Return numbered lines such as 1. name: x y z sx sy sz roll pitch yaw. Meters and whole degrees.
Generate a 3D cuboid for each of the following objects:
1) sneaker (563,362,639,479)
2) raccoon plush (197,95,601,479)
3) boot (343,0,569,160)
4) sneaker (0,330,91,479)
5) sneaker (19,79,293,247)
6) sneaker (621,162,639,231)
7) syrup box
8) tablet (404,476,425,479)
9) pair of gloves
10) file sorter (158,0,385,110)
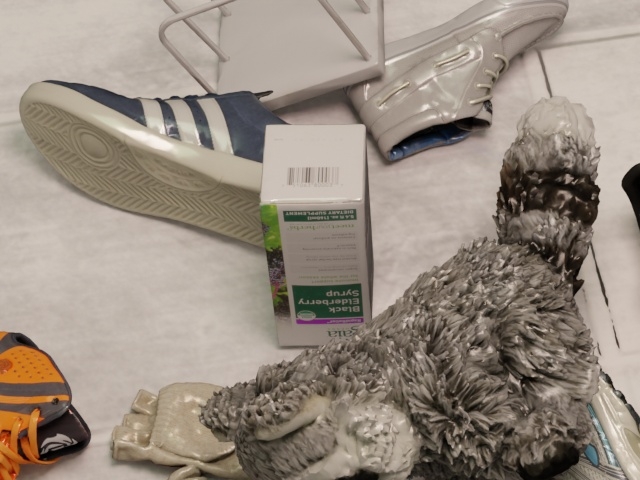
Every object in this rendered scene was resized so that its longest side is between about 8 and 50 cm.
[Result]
1. sneaker: 0.241 0.197 1.574 0.122 0.110 0.283 -36 52 3
2. raccoon plush: 0.067 0.058 1.549 0.299 0.216 0.447 16 59 -18
3. boot: 0.161 -0.170 1.835 0.258 0.095 0.123 -24 64 -2
4. sneaker: -0.302 0.211 1.585 0.180 0.125 0.321 -6 57 0
5. sneaker: -0.132 -0.106 1.790 0.350 0.131 0.148 21 54 10
6. sneaker: 0.369 0.046 1.636 0.121 0.108 0.302 16 37 -39
7. syrup box: 0.000 0.000 1.636 0.093 0.237 0.096 0 53 4
8. tablet: 0.061 0.231 1.620 0.083 0.006 0.054 -2 57 3
9. pair of gloves: -0.113 0.239 1.605 0.204 0.042 0.240 12 58 11
10. file sorter: -0.057 -0.301 1.840 0.192 0.173 0.278 -16 54 24
